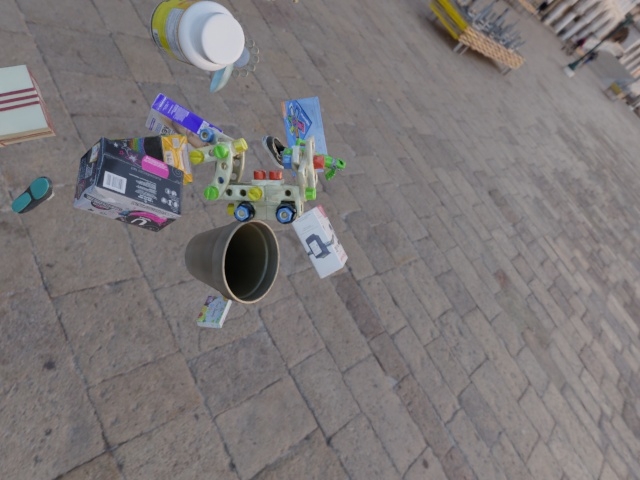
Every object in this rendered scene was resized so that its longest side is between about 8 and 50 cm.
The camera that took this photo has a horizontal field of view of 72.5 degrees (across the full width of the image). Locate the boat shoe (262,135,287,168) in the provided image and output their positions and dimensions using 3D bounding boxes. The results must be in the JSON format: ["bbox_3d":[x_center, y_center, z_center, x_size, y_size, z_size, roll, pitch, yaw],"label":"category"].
[{"bbox_3d":[-0.187,-0.399,2.008,0.219,0.070,0.078,44,58,-56],"label":"boat shoe"}]

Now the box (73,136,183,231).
[{"bbox_3d":[-0.532,-0.145,1.229,0.247,0.142,0.164,21,55,-44],"label":"box"}]

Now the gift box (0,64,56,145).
[{"bbox_3d":[-1.123,-0.475,1.532,0.258,0.276,0.255,-19,97,-21],"label":"gift box"}]

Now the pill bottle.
[{"bbox_3d":[-0.234,-0.394,0.834,0.117,0.117,0.215,1,24,-43],"label":"pill bottle"}]

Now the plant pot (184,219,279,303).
[{"bbox_3d":[-0.368,0.071,1.709,0.323,0.280,0.324,-11,103,-58],"label":"plant pot"}]

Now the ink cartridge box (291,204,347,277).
[{"bbox_3d":[0.000,0.000,1.623,0.237,0.100,0.172,62,14,-5],"label":"ink cartridge box"}]

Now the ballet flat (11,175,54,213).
[{"bbox_3d":[-0.933,-0.152,1.444,0.074,0.203,0.074,48,26,-32],"label":"ballet flat"}]

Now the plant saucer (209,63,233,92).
[{"bbox_3d":[-0.400,-0.692,1.804,0.037,0.195,0.195,21,45,-29],"label":"plant saucer"}]

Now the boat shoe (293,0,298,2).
[{"bbox_3d":[-0.113,-0.583,0.956,0.113,0.103,0.302,29,34,20],"label":"boat shoe"}]

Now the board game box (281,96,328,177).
[{"bbox_3d":[-0.055,-0.386,1.637,0.027,0.144,0.282,-153,-126,-88],"label":"board game box"}]

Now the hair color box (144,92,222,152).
[{"bbox_3d":[-0.683,-0.557,2.180,0.338,0.185,0.110,28,60,-21],"label":"hair color box"}]

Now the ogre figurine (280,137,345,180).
[{"bbox_3d":[-0.034,-0.230,1.247,0.118,0.097,0.197,19,15,-41],"label":"ogre figurine"}]

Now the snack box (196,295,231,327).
[{"bbox_3d":[-0.437,0.293,1.799,0.100,0.037,0.141,4,41,8],"label":"snack box"}]

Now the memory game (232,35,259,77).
[{"bbox_3d":[-0.362,-0.829,1.972,0.186,0.186,0.012,52,13,5],"label":"memory game"}]

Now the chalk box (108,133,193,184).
[{"bbox_3d":[-0.629,-0.272,1.535,0.179,0.288,0.180,-47,135,-71],"label":"chalk box"}]

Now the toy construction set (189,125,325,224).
[{"bbox_3d":[-0.131,-0.147,0.976,0.151,0.327,0.215,-25,119,-60],"label":"toy construction set"}]
